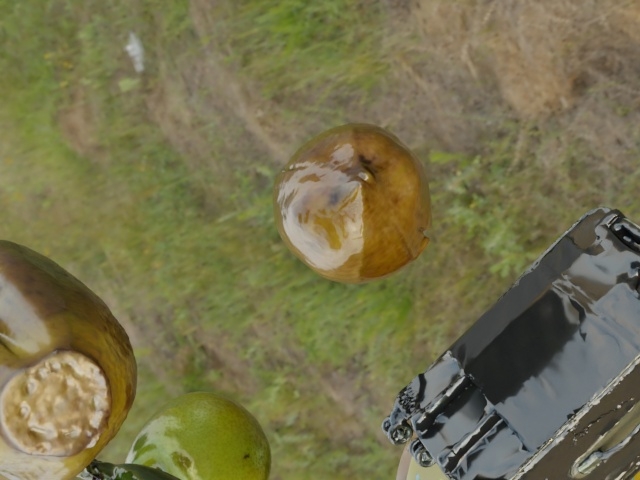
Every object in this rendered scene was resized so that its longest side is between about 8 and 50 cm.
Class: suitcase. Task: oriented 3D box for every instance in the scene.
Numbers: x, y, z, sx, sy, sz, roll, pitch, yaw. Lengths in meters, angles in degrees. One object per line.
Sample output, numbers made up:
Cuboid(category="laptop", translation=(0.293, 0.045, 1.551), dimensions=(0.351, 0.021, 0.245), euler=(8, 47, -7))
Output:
Cuboid(category="suitcase", translation=(0.304, 0.174, 1.385), dimensions=(0.194, 0.434, 0.283), euler=(40, -174, -30))

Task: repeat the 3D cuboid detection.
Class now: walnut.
Cuboid(category="walnut", translation=(0.041, -0.048, 1.391), dimensions=(0.209, 0.209, 0.336), euler=(60, 178, 6))

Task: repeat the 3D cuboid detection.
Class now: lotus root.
Cuboid(category="lotus root", translation=(-0.257, 0.095, 0.899), dimensions=(0.291, 0.193, 0.193), euler=(24, 135, 54))

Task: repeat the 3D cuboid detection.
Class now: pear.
Cuboid(category="pear", translation=(-0.125, 0.267, 1.325), dimensions=(0.166, 0.216, 0.180), euler=(26, 101, 38))

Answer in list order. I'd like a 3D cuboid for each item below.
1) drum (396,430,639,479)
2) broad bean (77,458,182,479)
Cuboid(category="drum", translation=(0.355, 0.449, 1.975), dimensions=(0.214, 0.431, 0.431), euler=(-9, 106, 63))
Cuboid(category="broad bean", translation=(-0.147, 0.258, 0.941), dimensions=(0.292, 0.144, 0.049), euler=(-129, 49, -68))
